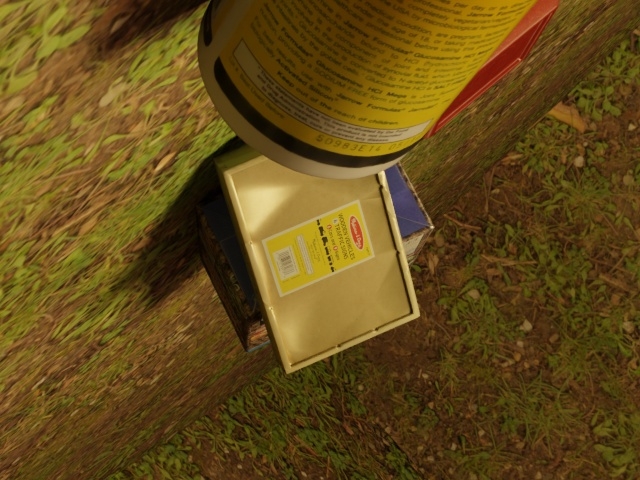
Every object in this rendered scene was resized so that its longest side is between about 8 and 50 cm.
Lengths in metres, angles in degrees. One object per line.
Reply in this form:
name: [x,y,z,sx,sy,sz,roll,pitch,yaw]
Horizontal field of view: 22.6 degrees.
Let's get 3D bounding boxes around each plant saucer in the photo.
plant saucer: [0.226,-0.250,2.257,0.259,0.047,0.258,-39,172,-14]

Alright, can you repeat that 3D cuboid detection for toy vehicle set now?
toy vehicle set: [0.000,0.000,1.707,0.166,0.266,0.035,-22,-148,-11]

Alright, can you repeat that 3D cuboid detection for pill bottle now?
pill bottle: [0.057,-0.199,1.077,0.188,0.188,0.334,-36,171,-38]

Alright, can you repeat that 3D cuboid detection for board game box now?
board game box: [-0.014,0.004,1.907,0.232,0.141,0.291,-25,170,-9]
